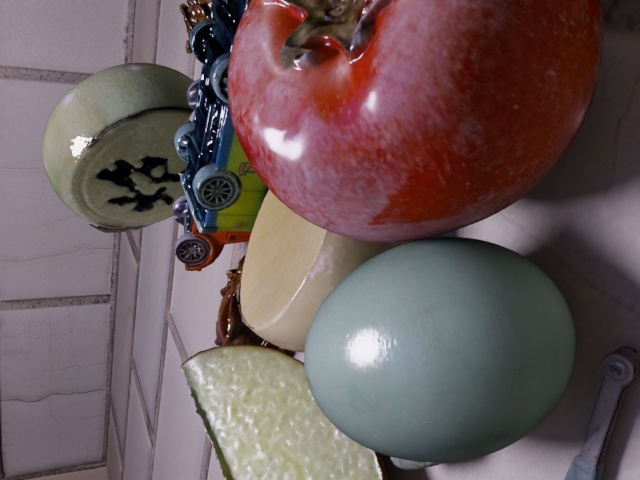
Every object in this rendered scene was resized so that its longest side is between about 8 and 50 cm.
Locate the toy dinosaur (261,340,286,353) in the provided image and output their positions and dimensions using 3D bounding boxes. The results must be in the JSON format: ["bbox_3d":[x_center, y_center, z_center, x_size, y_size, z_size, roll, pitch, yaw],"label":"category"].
[{"bbox_3d":[-0.096,0.339,0.915,0.208,0.097,0.433,-119,39,-69],"label":"toy dinosaur"}]

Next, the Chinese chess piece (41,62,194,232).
[{"bbox_3d":[-0.352,-0.173,1.146,0.146,0.349,0.349,56,140,26],"label":"Chinese chess piece"}]

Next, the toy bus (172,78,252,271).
[{"bbox_3d":[-0.155,-0.106,0.957,0.143,0.153,0.329,-111,31,-53],"label":"toy bus"}]

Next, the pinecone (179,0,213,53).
[{"bbox_3d":[-0.146,-0.369,0.950,0.179,0.149,0.195,63,142,42],"label":"pinecone"}]

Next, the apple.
[{"bbox_3d":[-0.032,0.273,0.687,0.346,0.179,0.254,52,128,35],"label":"apple"}]

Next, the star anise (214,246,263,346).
[{"bbox_3d":[-0.106,0.098,0.923,0.220,0.098,0.214,-93,24,-56],"label":"star anise"}]

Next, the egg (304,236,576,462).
[{"bbox_3d":[0.084,0.086,0.463,0.230,0.168,0.168,-25,67,42],"label":"egg"}]

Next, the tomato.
[{"bbox_3d":[0.069,-0.130,0.441,0.270,0.227,0.270,-12,70,38],"label":"tomato"}]

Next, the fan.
[{"bbox_3d":[0.189,0.208,0.431,0.057,0.023,0.282,-137,51,-57],"label":"fan"}]

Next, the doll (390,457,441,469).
[{"bbox_3d":[0.071,0.150,0.609,0.214,0.071,0.104,-125,32,-50],"label":"doll"}]

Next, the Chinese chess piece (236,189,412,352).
[{"bbox_3d":[0.000,0.000,0.651,0.251,0.097,0.251,-46,33,41],"label":"Chinese chess piece"}]

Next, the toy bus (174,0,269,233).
[{"bbox_3d":[-0.071,-0.169,0.755,0.152,0.190,0.312,59,140,47],"label":"toy bus"}]
